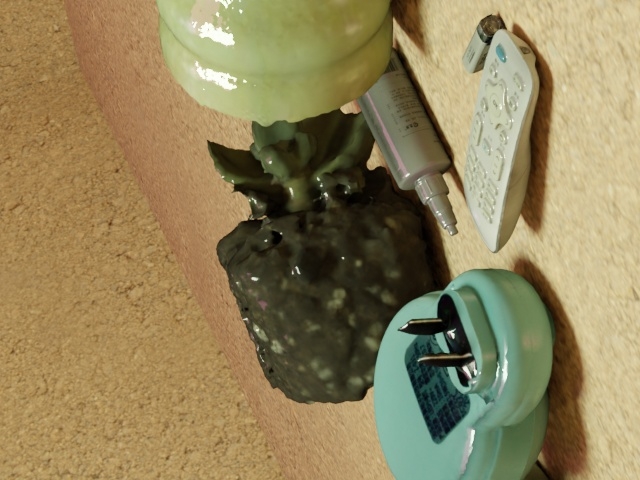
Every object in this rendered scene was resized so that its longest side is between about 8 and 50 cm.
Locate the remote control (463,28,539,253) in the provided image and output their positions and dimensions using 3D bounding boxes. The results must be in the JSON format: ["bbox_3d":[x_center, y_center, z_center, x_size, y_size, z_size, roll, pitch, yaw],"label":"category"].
[{"bbox_3d":[0.156,-0.077,1.477,0.229,0.044,0.073,96,157,-49],"label":"remote control"}]

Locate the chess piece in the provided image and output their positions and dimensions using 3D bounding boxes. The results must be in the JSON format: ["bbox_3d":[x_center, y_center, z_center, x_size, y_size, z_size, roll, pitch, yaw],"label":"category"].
[{"bbox_3d":[-0.046,-0.336,1.545,0.442,0.234,0.234,89,158,-46],"label":"chess piece"}]

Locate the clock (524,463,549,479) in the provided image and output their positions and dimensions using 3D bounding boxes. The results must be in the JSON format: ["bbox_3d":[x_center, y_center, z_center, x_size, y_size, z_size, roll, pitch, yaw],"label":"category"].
[{"bbox_3d":[0.201,0.337,1.833,0.324,0.109,0.265,-133,23,-62],"label":"clock"}]

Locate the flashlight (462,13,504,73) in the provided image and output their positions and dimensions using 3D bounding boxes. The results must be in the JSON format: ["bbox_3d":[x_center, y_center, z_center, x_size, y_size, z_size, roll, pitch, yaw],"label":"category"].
[{"bbox_3d":[0.134,-0.162,1.472,0.083,0.018,0.018,110,137,-73],"label":"flashlight"}]

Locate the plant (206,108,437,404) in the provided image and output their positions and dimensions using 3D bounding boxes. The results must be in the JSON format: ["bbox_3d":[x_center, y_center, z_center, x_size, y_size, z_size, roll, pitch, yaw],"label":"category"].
[{"bbox_3d":[0.000,0.000,1.891,0.213,0.215,0.312,-132,26,-67],"label":"plant"}]

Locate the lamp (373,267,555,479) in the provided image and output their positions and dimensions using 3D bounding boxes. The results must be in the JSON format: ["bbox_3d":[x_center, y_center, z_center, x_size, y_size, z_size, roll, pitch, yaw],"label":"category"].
[{"bbox_3d":[0.136,0.136,1.664,0.284,0.147,0.209,96,157,-57],"label":"lamp"}]

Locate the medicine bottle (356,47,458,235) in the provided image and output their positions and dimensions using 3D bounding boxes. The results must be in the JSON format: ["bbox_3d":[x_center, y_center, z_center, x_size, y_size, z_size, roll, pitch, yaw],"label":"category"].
[{"bbox_3d":[0.087,-0.092,1.719,0.057,0.058,0.199,103,143,-70],"label":"medicine bottle"}]
